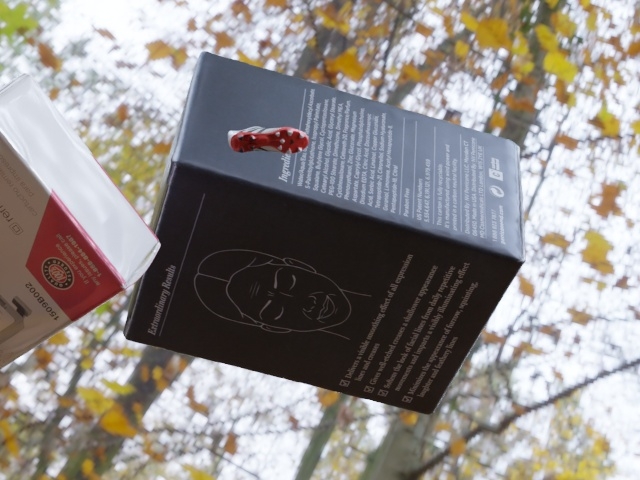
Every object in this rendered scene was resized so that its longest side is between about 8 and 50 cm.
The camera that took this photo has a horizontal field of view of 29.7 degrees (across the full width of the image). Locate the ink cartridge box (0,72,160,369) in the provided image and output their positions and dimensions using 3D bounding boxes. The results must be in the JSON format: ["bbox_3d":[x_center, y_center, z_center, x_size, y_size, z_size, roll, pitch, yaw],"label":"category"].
[{"bbox_3d":[-0.327,0.014,1.124,0.283,0.117,0.207,-32,-76,20],"label":"ink cartridge box"}]

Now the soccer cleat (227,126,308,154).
[{"bbox_3d":[-0.053,-0.102,1.214,0.083,0.035,0.029,-5,-66,-19],"label":"soccer cleat"}]

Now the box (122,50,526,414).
[{"bbox_3d":[0.000,0.000,1.422,0.395,0.212,0.294,15,-47,-9],"label":"box"}]
